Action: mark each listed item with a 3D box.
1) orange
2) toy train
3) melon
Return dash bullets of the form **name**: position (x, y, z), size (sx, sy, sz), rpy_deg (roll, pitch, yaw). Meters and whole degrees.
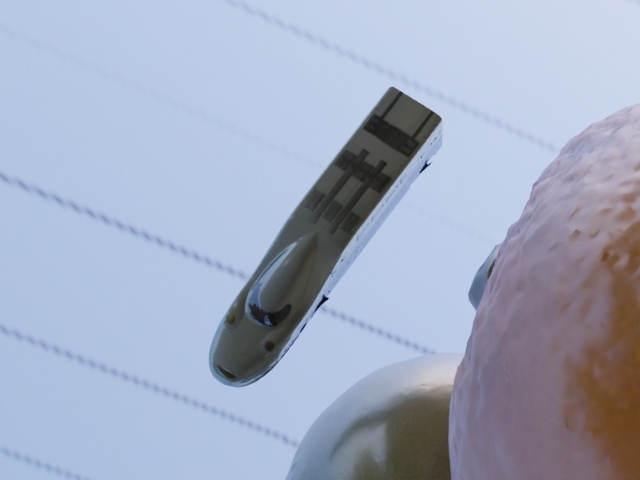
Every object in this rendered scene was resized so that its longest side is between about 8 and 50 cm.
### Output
- **orange**: position (0.204, 0.073, 0.824), size (0.312, 0.312, 0.312), rpy_deg (10, -114, -23)
- **toy train**: position (0.000, 0.000, 1.261), size (0.052, 0.051, 0.234), rpy_deg (33, -109, 14)
- **melon**: position (0.095, 0.207, 1.297), size (0.308, 0.271, 0.272), rpy_deg (34, -134, -63)
